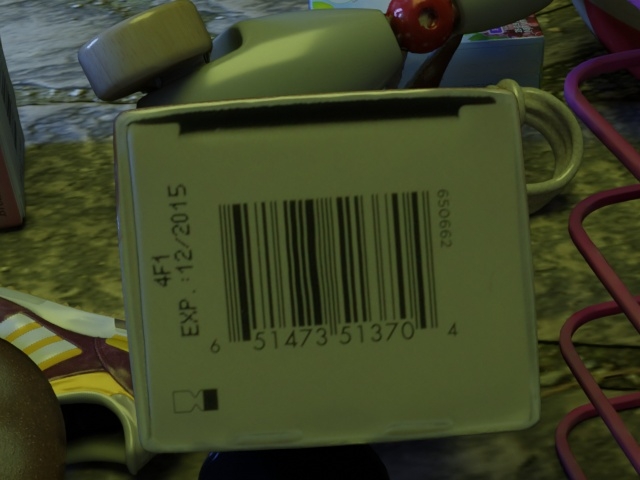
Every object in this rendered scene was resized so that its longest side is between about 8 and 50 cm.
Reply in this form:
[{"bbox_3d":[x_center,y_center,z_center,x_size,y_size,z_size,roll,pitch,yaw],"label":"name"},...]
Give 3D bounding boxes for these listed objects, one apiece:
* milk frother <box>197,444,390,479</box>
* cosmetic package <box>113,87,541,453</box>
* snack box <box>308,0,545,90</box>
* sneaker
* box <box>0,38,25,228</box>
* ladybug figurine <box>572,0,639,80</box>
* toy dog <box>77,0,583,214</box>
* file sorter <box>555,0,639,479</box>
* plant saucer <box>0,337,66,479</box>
[{"bbox_3d":[0.021,0.156,0.454,0.143,0.129,0.134,-8,32,6],"label":"milk frother"},{"bbox_3d":[0.000,0.000,0.558,0.153,0.129,0.296,-4,4,-2],"label":"cosmetic package"},{"bbox_3d":[0.078,-0.178,0.961,0.174,0.070,0.207,-3,35,1],"label":"snack box"},{"bbox_3d":[-0.163,0.077,0.635,0.185,0.069,0.084,6,36,17],"label":"sneaker"},{"bbox_3d":[-0.332,-0.082,0.803,0.232,0.148,0.127,-10,37,-7],"label":"box"},{"bbox_3d":[0.362,-0.165,0.833,0.305,0.162,0.449,-26,41,-28],"label":"ladybug figurine"},{"bbox_3d":[0.001,-0.114,0.809,0.334,0.220,0.161,-7,4,-16],"label":"toy dog"},{"bbox_3d":[0.214,0.012,0.499,0.202,0.290,0.182,-11,33,-9],"label":"file sorter"},{"bbox_3d":[-0.222,0.115,0.563,0.199,0.036,0.198,-7,51,9],"label":"plant saucer"}]
